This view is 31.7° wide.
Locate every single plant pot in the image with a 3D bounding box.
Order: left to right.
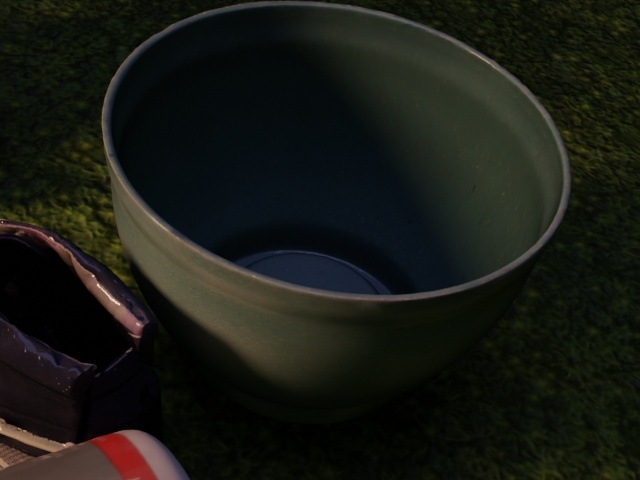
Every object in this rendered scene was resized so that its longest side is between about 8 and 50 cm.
[{"bbox_3d":[0.000,0.000,0.765,0.293,0.196,0.293,6,43,-5],"label":"plant pot"}]

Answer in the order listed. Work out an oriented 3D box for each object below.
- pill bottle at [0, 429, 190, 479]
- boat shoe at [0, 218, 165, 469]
[{"bbox_3d":[-0.192,0.205,0.528,0.283,0.161,0.161,-16,49,-27],"label":"pill bottle"},{"bbox_3d":[-0.226,0.028,0.713,0.340,0.158,0.127,32,46,20],"label":"boat shoe"}]
